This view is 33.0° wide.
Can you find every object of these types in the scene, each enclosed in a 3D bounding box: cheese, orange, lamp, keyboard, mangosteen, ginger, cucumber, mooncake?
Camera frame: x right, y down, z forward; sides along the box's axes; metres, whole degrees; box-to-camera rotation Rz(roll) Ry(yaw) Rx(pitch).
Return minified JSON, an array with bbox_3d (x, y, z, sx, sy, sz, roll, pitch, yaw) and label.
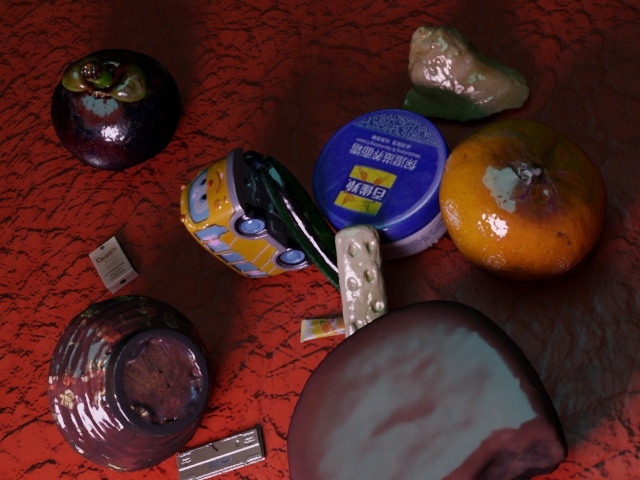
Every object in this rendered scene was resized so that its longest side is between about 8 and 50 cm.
[{"bbox_3d":[0.059,0.074,1.467,0.064,0.043,0.194,-4,95,10],"label":"cheese"},{"bbox_3d":[0.269,-0.057,1.423,0.224,0.170,0.224,0,73,-1],"label":"orange"},{"bbox_3d":[-0.262,0.195,1.488,0.247,0.247,0.247,-11,57,17],"label":"lamp"},{"bbox_3d":[-0.139,0.300,1.494,0.129,0.015,0.049,-20,59,11],"label":"keyboard"},{"bbox_3d":[-0.349,-0.224,1.786,0.216,0.216,0.216,-11,57,17],"label":"mangosteen"},{"bbox_3d":[0.220,-0.262,1.628,0.193,0.123,0.115,6,43,20],"label":"ginger"},{"bbox_3d":[0.000,0.000,1.509,0.056,0.056,0.284,-37,93,-2],"label":"cucumber"},{"bbox_3d":[0.135,0.239,1.314,0.333,0.174,0.326,11,68,25],"label":"mooncake"}]

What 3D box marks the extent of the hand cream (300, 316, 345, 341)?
[{"bbox_3d":[0.017,0.123,1.531,0.102,0.022,0.035,-8,63,24],"label":"hand cream"}]

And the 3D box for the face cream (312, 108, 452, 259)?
[{"bbox_3d":[0.100,-0.078,1.562,0.205,0.111,0.206,-11,57,18],"label":"face cream"}]

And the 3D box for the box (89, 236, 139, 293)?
[{"bbox_3d":[-0.332,0.039,1.731,0.053,0.024,0.083,-35,52,-1],"label":"box"}]

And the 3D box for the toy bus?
[{"bbox_3d":[-0.109,-0.031,1.570,0.136,0.209,0.126,-22,53,23],"label":"toy bus"}]
